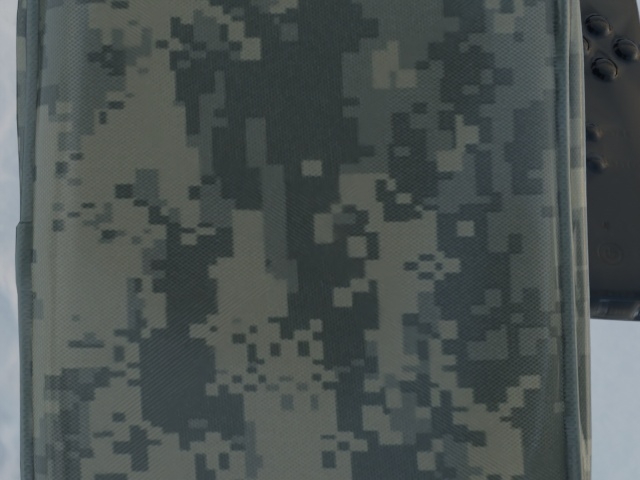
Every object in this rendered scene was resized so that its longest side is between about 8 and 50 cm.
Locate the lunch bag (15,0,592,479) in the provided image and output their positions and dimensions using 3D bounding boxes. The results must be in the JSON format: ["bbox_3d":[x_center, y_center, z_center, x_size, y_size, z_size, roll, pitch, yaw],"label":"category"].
[{"bbox_3d":[0.000,0.000,0.485,0.213,0.256,0.305,-2,89,2],"label":"lunch bag"}]

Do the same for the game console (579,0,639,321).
[{"bbox_3d":[0.065,-0.108,0.795,0.387,0.342,0.060,3,149,-9],"label":"game console"}]
